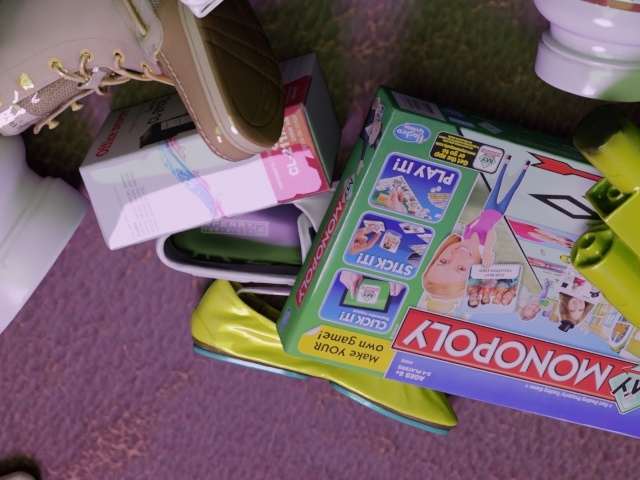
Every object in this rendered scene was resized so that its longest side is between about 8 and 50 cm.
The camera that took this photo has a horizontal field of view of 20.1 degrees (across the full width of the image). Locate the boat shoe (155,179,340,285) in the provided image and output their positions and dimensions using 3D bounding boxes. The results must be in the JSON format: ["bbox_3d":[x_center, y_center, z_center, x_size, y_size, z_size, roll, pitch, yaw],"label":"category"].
[{"bbox_3d":[0.000,0.000,1.392,0.258,0.084,0.095,-5,112,7],"label":"boat shoe"}]

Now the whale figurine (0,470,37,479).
[{"bbox_3d":[-0.286,0.331,1.550,0.216,0.141,0.272,-2,88,5],"label":"whale figurine"}]

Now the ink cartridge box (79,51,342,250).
[{"bbox_3d":[-0.080,-0.067,1.346,0.175,0.127,0.072,-15,112,11],"label":"ink cartridge box"}]

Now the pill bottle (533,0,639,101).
[{"bbox_3d":[0.216,-0.213,1.264,0.121,0.121,0.216,10,114,1],"label":"pill bottle"}]

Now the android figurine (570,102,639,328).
[{"bbox_3d":[0.306,-0.032,1.304,0.248,0.056,0.273,-44,123,11],"label":"android figurine"}]

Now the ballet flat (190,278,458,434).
[{"bbox_3d":[0.010,0.085,1.438,0.231,0.077,0.077,19,97,-1],"label":"ballet flat"}]

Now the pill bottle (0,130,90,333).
[{"bbox_3d":[-0.323,-0.056,1.353,0.278,0.162,0.162,35,111,-10],"label":"pill bottle"}]

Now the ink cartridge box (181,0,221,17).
[{"bbox_3d":[-0.088,-0.271,1.201,0.100,0.237,0.172,-38,105,18],"label":"ink cartridge box"}]

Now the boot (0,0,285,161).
[{"bbox_3d":[-0.148,-0.123,1.286,0.203,0.095,0.262,-35,62,19],"label":"boot"}]

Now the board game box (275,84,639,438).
[{"bbox_3d":[0.151,0.024,1.364,0.317,0.046,0.213,14,114,-20],"label":"board game box"}]
